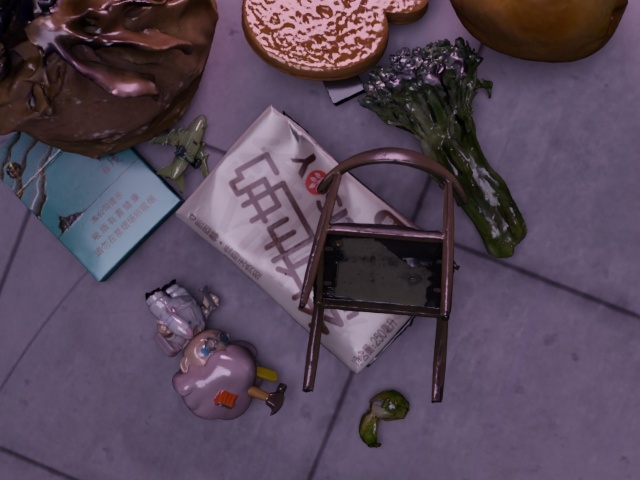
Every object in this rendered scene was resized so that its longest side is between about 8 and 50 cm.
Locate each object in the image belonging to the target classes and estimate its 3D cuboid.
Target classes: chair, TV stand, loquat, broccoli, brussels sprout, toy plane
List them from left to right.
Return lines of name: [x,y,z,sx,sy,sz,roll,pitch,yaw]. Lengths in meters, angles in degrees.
toy plane: [-0.179,-0.123,1.585,0.102,0.040,0.111,39,71,-37]
TV stand: [-0.016,-0.305,1.574,0.049,0.040,0.256,-27,88,7]
brussels sprout: [0.080,0.236,1.569,0.051,0.046,0.083,41,95,10]
chair: [0.075,0.037,1.388,0.188,0.272,0.166,5,136,5]
broccoli: [0.180,-0.115,1.522,0.165,0.145,0.304,-28,100,10]
loquat: [0.270,-0.321,1.456,0.238,0.238,0.193,15,113,5]

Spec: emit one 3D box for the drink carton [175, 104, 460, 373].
drink carton: [0.001,0.000,1.534,0.324,0.132,0.194,41,93,5]

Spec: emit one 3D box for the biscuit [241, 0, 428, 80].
biscuit: [0.030,-0.323,1.530,0.289,0.044,0.202,-41,80,-18]

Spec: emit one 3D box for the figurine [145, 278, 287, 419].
figurine: [-0.152,0.156,1.560,0.229,0.137,0.112,53,127,7]

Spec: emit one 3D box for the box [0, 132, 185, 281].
box: [-0.322,-0.079,1.608,0.162,0.041,0.229,-44,86,4]

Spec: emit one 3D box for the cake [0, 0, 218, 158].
cake: [-0.297,-0.278,1.443,0.333,0.321,0.332,0,85,-5]
